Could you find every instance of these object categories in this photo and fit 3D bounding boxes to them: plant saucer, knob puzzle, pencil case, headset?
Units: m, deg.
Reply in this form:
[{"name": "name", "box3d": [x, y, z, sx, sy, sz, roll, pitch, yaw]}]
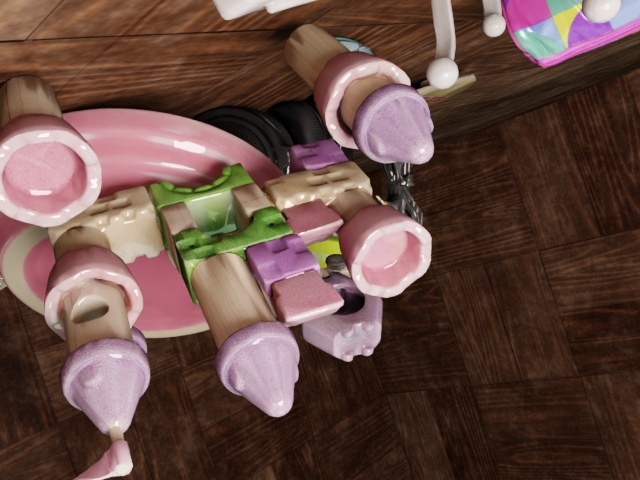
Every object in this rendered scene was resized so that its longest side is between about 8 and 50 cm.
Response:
[{"name": "plant saucer", "box3d": [-0.183, 0.009, 0.742, 0.332, 0.084, 0.332, -3, 147, -2]}, {"name": "knob puzzle", "box3d": [0.149, -0.228, 1.150, 0.213, 0.029, 0.213, -18, 180, 0]}, {"name": "pencil case", "box3d": [0.274, -0.228, 0.623, 0.236, 0.104, 0.104, -17, -179, 32]}, {"name": "headset", "box3d": [-0.048, -0.078, 0.898, 0.394, 0.185, 0.243, -2, -167, 44]}]

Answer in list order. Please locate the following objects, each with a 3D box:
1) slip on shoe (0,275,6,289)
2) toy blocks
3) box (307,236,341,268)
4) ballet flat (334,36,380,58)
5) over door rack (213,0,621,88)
[{"name": "slip on shoe", "box3d": [-0.408, -0.011, 1.058, 0.331, 0.123, 0.101, -23, -147, 2]}, {"name": "toy blocks", "box3d": [-0.052, 0.039, 0.533, 0.289, 0.308, 0.260, -16, -141, -17]}, {"name": "box", "box3d": [0.000, 0.000, 0.879, 0.178, 0.042, 0.109, 8, -163, 18]}, {"name": "ballet flat", "box3d": [0.032, -0.166, 0.758, 0.070, 0.070, 0.188, -18, -179, 24]}, {"name": "over door rack", "box3d": [0.122, -0.169, 0.391, 0.240, 0.108, 0.324, -19, 180, 39]}]
